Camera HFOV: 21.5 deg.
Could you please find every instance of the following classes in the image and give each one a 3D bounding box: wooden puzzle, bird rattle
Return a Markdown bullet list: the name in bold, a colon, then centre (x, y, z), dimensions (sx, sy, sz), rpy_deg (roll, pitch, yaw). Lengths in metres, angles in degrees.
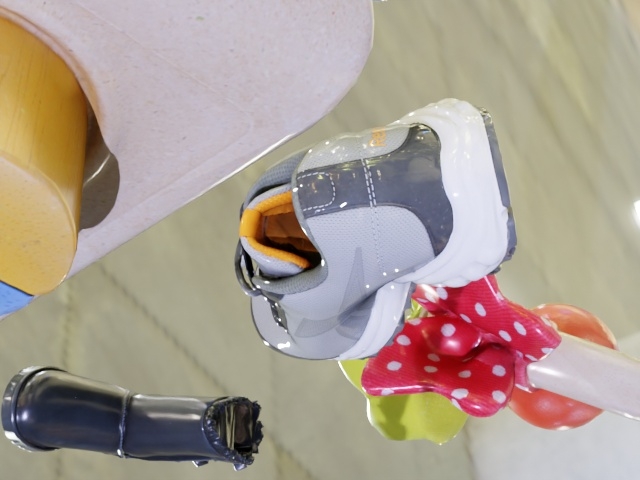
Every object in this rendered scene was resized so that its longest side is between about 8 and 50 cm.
- **wooden puzzle**: centre (-0.209, -0.032, 0.455), dimensions (0.322, 0.348, 0.080), rpy_deg (31, 39, -36)
- **bird rattle**: centre (0.122, 0.061, 1.044), dimensions (0.253, 0.207, 0.143), rpy_deg (144, -38, -76)

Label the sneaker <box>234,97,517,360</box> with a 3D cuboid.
- **sneaker**: centre (0.000, 0.000, 0.839), dimensions (0.271, 0.108, 0.100), rpy_deg (134, -52, -67)

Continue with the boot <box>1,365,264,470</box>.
- **boot**: centre (-0.093, 0.094, 0.871), dimensions (0.121, 0.099, 0.045), rpy_deg (29, 65, -61)
